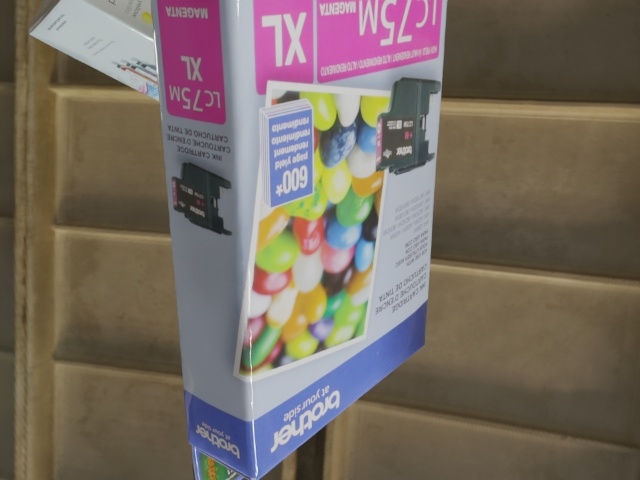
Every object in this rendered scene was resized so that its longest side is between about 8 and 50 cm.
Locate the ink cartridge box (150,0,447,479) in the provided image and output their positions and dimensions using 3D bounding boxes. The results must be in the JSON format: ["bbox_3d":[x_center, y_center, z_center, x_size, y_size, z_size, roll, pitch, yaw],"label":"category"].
[{"bbox_3d":[0.000,0.000,0.411,0.065,0.186,0.311,19,-62,34],"label":"ink cartridge box"}]

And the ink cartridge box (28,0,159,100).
[{"bbox_3d":[-0.112,-0.188,0.557,0.127,0.176,0.128,2,-109,55],"label":"ink cartridge box"}]
